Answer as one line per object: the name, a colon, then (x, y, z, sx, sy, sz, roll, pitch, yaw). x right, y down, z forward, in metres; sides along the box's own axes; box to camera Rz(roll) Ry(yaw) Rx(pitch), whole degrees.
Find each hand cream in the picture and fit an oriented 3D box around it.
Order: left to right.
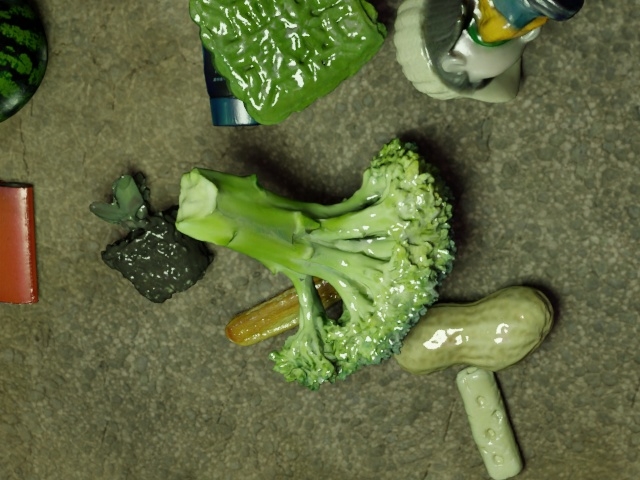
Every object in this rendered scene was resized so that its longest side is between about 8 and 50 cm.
hand cream: (-0.133, -0.308, 1.632, 0.120, 0.061, 0.271, 2, 101, 28)

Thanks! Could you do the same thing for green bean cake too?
green bean cake: (-0.043, -0.307, 1.540, 0.248, 0.125, 0.222, -32, 102, -2)

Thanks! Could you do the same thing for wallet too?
wallet: (-0.539, 0.002, 1.809, 0.142, 0.045, 0.204, 4, 105, 13)

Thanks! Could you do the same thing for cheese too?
cheese: (0.267, 0.288, 1.712, 0.065, 0.043, 0.194, -16, 103, 21)

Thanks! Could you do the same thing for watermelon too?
watermelon: (-0.550, -0.291, 1.629, 0.269, 0.269, 0.269, 3, 106, 12)

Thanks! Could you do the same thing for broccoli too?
broccoli: (0.021, -0.023, 1.541, 0.397, 0.353, 0.275, 50, 150, -16)

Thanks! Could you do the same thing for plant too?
plant: (-0.270, -0.007, 1.705, 0.131, 0.142, 0.203, -35, 104, 28)

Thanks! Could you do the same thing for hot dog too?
hot dog: (-0.054, 0.109, 1.730, 0.215, 0.047, 0.066, -29, 112, 18)

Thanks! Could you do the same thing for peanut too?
peanut: (0.228, 0.145, 1.640, 0.256, 0.123, 0.124, -17, 101, 16)

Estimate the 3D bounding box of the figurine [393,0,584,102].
figurine: (0.216, -0.306, 1.425, 0.204, 0.332, 0.185, 33, 67, 3)
